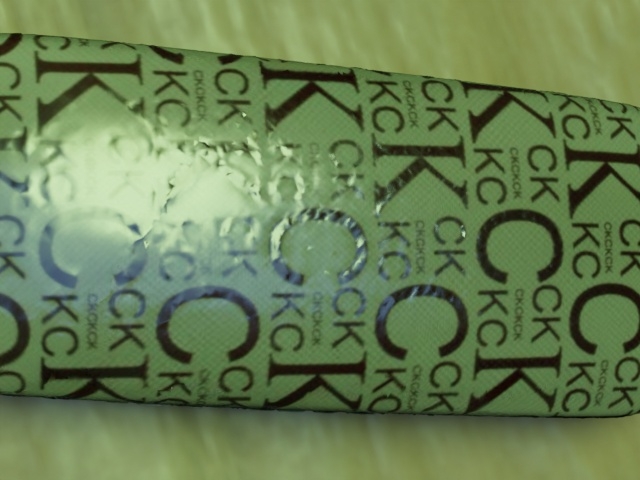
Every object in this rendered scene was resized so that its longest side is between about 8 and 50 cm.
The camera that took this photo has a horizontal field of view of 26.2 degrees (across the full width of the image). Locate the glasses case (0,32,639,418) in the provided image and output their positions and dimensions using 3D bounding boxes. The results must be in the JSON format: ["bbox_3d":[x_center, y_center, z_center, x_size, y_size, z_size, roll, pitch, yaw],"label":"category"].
[{"bbox_3d":[0.000,0.000,0.547,0.355,0.085,0.137,5,89,-17],"label":"glasses case"}]
